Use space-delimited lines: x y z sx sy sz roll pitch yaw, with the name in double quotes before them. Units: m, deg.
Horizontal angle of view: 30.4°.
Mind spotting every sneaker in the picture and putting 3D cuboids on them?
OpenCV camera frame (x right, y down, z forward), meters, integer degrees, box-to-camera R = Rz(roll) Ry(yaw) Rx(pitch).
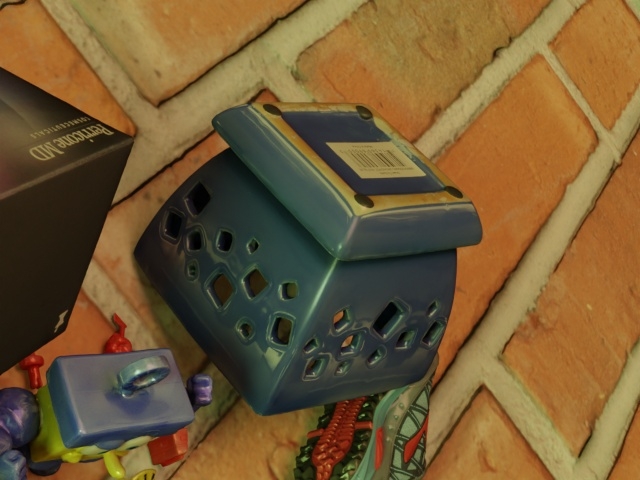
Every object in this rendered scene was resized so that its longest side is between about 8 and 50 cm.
"sneaker" 0.060 0.207 1.234 0.262 0.104 0.125 -54 125 -43

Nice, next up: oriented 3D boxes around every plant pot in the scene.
"plant pot" 0.000 0.000 1.123 0.236 0.212 0.236 -5 42 -45

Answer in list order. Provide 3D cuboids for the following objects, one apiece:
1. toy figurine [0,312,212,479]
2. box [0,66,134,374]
"toy figurine" -0.211 0.111 0.902 0.362 0.217 0.191 3 66 -45
"box" -0.326 -0.031 0.746 0.294 0.183 0.296 29 23 8
